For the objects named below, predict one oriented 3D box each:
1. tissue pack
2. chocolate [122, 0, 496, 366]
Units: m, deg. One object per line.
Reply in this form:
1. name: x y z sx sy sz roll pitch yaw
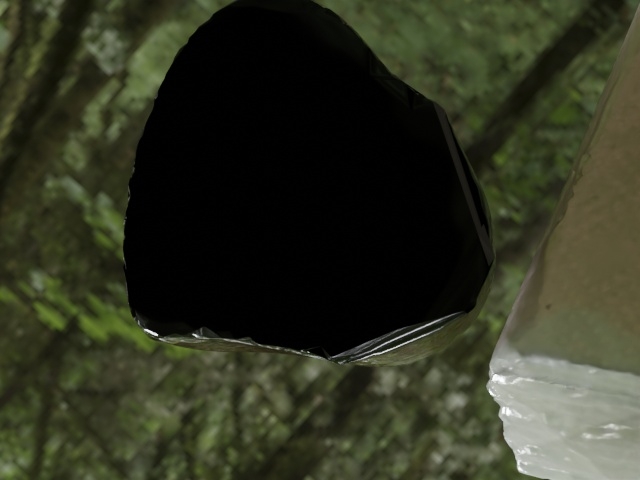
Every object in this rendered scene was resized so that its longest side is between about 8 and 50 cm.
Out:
1. tissue pack: 0.190 -0.048 0.586 0.170 0.325 0.071 9 141 25
2. chocolate: 0.000 0.000 0.586 0.149 0.125 0.080 44 -175 26
